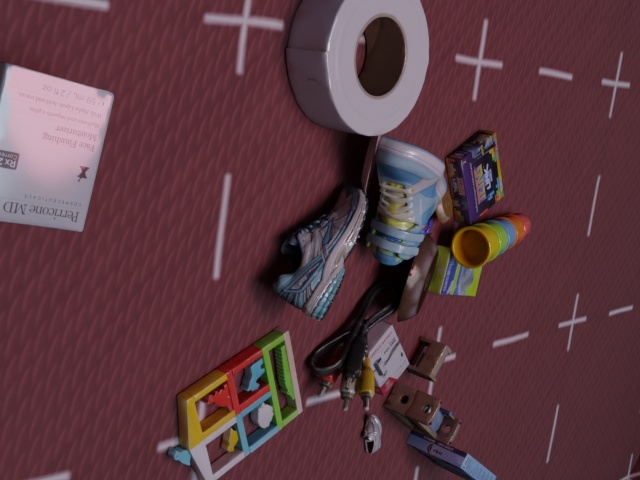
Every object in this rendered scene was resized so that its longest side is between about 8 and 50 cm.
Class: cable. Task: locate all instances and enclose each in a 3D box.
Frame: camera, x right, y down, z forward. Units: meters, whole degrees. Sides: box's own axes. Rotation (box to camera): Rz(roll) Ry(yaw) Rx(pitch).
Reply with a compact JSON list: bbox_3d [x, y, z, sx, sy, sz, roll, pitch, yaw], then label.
[{"bbox_3d":[0.069,0.202,1.756,0.072,0.139,0.287,94,15,-52],"label":"cable"}]

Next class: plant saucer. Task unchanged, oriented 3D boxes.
[{"bbox_3d":[0.209,0.083,1.828,0.198,0.036,0.198,19,90,-78],"label":"plant saucer"},{"bbox_3d":[0.271,-0.079,1.903,0.083,0.015,0.083,20,67,-57],"label":"plant saucer"}]

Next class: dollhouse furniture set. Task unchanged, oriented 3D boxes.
[{"bbox_3d":[0.259,0.339,1.966,0.183,0.129,0.129,-59,138,-16],"label":"dollhouse furniture set"}]

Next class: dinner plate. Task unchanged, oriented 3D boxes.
[{"bbox_3d":[0.095,-0.154,1.659,0.141,0.017,0.141,13,90,-85],"label":"dinner plate"}]

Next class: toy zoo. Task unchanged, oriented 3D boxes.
[{"bbox_3d":[-0.153,0.306,1.568,0.293,0.030,0.192,-31,124,-39],"label":"toy zoo"}]

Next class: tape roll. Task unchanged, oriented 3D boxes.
[{"bbox_3d":[0.072,-0.332,1.555,0.286,0.100,0.286,-20,118,-43],"label":"tape roll"}]

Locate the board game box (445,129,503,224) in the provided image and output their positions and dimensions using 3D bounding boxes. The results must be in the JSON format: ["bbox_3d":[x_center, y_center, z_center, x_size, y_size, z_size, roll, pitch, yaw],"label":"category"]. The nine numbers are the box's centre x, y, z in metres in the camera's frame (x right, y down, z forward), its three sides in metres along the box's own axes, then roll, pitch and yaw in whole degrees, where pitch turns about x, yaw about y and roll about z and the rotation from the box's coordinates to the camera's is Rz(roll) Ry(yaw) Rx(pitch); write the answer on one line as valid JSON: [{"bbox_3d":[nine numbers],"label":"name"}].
[{"bbox_3d":[0.351,-0.143,1.969,0.141,0.048,0.170,-40,129,-34],"label":"board game box"}]

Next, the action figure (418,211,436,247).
[{"bbox_3d":[0.225,-0.020,1.887,0.115,0.030,0.038,-58,142,-15],"label":"action figure"}]

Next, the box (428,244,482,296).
[{"bbox_3d":[0.306,0.069,1.996,0.178,0.042,0.109,7,97,-50],"label":"box"}]

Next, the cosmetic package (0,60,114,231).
[{"bbox_3d":[-0.376,-0.120,1.082,0.151,0.151,0.183,8,96,-48],"label":"cosmetic package"}]

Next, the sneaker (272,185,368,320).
[{"bbox_3d":[0.000,0.000,1.579,0.110,0.122,0.283,121,-8,-56],"label":"sneaker"}]

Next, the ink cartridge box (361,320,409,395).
[{"bbox_3d":[0.122,0.245,1.836,0.099,0.056,0.135,-48,134,-25],"label":"ink cartridge box"}]

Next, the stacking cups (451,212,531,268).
[{"bbox_3d":[0.410,-0.004,2.024,0.316,0.096,0.096,-13,112,-56],"label":"stacking cups"}]

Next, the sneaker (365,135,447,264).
[{"bbox_3d":[0.150,-0.063,1.666,0.208,0.127,0.319,-65,157,-6],"label":"sneaker"}]

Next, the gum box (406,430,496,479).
[{"bbox_3d":[0.311,0.519,2.063,0.184,0.157,0.041,45,69,-46],"label":"gum box"}]

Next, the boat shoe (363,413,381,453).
[{"bbox_3d":[0.110,0.424,1.902,0.035,0.035,0.100,-33,132,-40],"label":"boat shoe"}]
